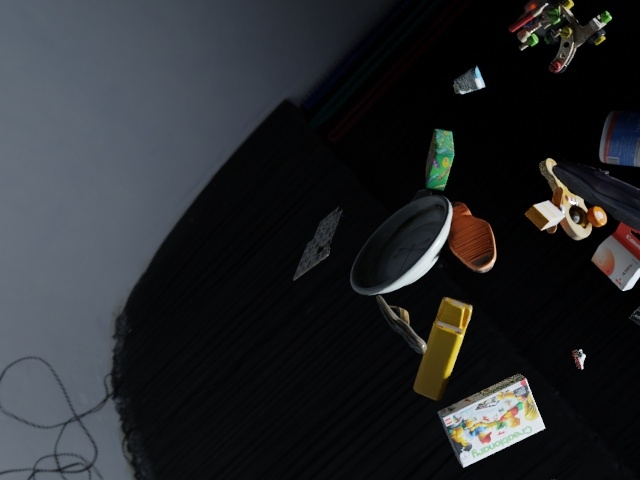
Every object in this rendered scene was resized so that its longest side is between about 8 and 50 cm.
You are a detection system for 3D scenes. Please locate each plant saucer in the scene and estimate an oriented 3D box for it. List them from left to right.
[{"bbox_3d":[0.268,0.033,1.585,0.100,0.400,0.400,43,10,-16],"label":"plant saucer"}]

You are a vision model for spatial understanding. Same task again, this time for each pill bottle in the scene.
[{"bbox_3d":[0.758,-0.222,1.127,0.221,0.124,0.124,14,-10,35],"label":"pill bottle"}]

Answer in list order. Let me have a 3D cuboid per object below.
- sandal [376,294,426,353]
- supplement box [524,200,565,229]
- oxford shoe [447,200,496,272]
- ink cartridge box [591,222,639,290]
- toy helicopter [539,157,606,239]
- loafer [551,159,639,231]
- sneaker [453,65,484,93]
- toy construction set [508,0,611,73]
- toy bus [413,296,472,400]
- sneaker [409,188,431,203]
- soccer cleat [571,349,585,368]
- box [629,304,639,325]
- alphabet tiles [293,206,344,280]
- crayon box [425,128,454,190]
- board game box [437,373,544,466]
[{"bbox_3d":[0.246,0.241,1.506,0.219,0.060,0.090,44,-16,35],"label":"sandal"},{"bbox_3d":[0.595,-0.067,1.341,0.098,0.036,0.062,-14,56,-41],"label":"supplement box"},{"bbox_3d":[0.462,0.007,1.558,0.133,0.130,0.364,61,13,-27],"label":"oxford shoe"},{"bbox_3d":[0.929,0.043,1.554,0.145,0.045,0.179,-114,-163,-45],"label":"ink cartridge box"},{"bbox_3d":[0.974,-0.167,2.047,0.235,0.140,0.355,-15,77,-31],"label":"toy helicopter"},{"bbox_3d":[0.798,-0.144,1.413,0.302,0.095,0.109,46,4,34],"label":"loafer"},{"bbox_3d":[0.583,-0.622,1.993,0.228,0.092,0.087,-40,108,-80],"label":"sneaker"},{"bbox_3d":[0.843,-0.754,1.754,0.308,0.237,0.258,-1,73,-38],"label":"toy construction set"},{"bbox_3d":[0.417,0.366,1.730,0.108,0.333,0.130,19,22,18],"label":"toy bus"},{"bbox_3d":[0.457,-0.201,2.258,0.057,0.075,0.161,41,-25,3],"label":"sneaker"},{"bbox_3d":[0.827,0.376,1.609,0.083,0.035,0.029,-68,140,-63],"label":"soccer cleat"},{"bbox_3d":[1.109,0.282,1.632,0.190,0.045,0.184,42,24,30],"label":"box"},{"bbox_3d":[0.000,0.000,1.611,0.009,0.198,0.237,34,49,-15],"label":"alphabet tiles"},{"bbox_3d":[0.513,-0.354,2.185,0.081,0.165,0.278,12,33,5],"label":"crayon box"},{"bbox_3d":[0.563,0.591,1.667,0.053,0.305,0.193,-130,-164,-81],"label":"board game box"}]
